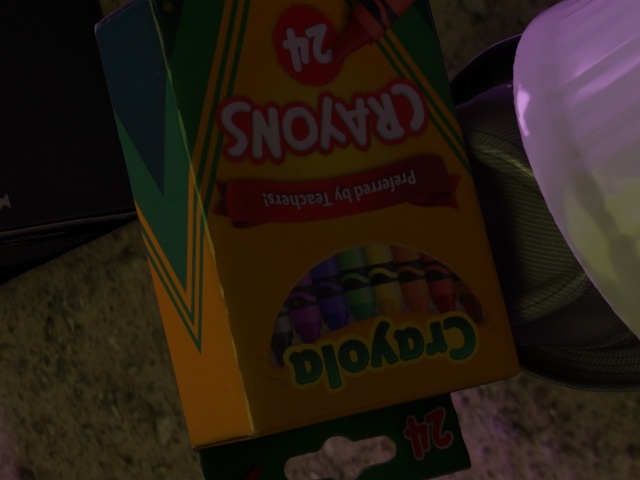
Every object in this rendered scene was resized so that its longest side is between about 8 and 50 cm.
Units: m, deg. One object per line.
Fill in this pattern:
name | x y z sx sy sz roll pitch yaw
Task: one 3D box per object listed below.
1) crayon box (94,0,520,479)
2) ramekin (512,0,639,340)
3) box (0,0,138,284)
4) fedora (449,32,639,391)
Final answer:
crayon box | 0.000 0.000 1.208 0.081 0.202 0.319 -21 82 56
ramekin | 0.248 -0.049 1.087 0.135 0.277 0.277 -37 73 33
box | -0.341 -0.128 1.693 0.312 0.179 0.343 -23 83 45
fedora | 0.140 -0.013 1.292 0.275 0.124 0.244 19 111 40
